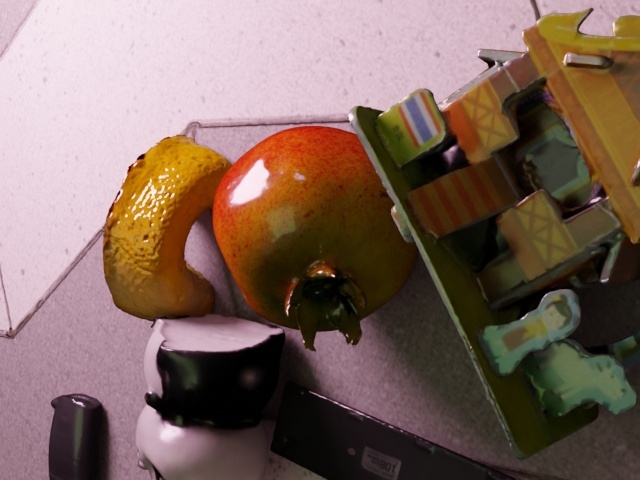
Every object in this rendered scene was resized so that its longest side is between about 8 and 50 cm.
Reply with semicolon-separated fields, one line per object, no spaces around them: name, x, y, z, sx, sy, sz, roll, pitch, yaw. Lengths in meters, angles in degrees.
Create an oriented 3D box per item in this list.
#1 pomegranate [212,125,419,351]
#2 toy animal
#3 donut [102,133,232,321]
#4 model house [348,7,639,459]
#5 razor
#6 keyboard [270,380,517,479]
pomegranate;0.000;0.000;0.943;0.221;0.220;0.257;-43;36;30
toy animal;-0.140;0.215;1.096;0.187;0.165;0.235;-137;55;-74
donut;-0.201;0.001;1.149;0.101;0.152;0.259;18;104;28
model house;0.250;-0.028;0.755;0.312;0.242;0.358;-33;70;30
razor;-0.366;0.303;1.346;0.090;0.054;0.148;9;97;33
keyboard;0.074;0.257;1.025;0.316;0.027;0.106;18;99;36
